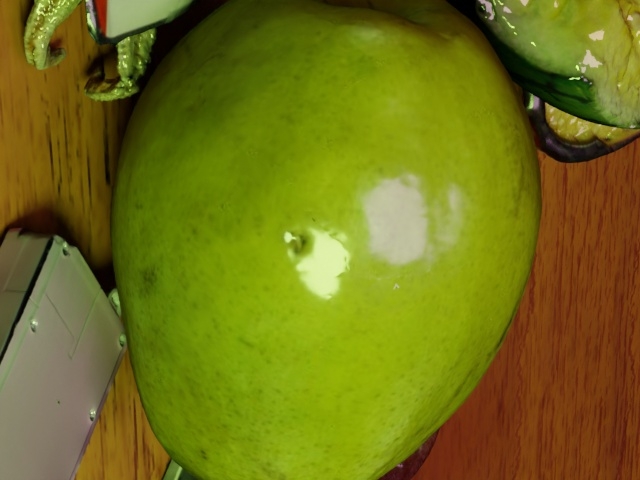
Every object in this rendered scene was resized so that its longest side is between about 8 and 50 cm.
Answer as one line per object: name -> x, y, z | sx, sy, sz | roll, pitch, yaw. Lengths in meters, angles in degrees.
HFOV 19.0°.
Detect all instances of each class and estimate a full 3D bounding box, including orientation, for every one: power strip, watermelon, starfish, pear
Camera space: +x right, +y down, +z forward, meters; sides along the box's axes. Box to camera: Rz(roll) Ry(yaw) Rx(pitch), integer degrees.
power strip -> -0.176, 0.121, 1.026 | 0.109, 0.037, 0.279 | 65, 34, -45
watermelon -> 0.160, -0.251, 1.240 | 0.331, 0.189, 0.331 | -46, 144, -49
starfish -> -0.095, -0.181, 1.053 | 0.210, 0.053, 0.150 | -62, 152, -14
pear -> 0.000, 0.000, 1.086 | 0.253, 0.253, 0.307 | -17, 120, -47

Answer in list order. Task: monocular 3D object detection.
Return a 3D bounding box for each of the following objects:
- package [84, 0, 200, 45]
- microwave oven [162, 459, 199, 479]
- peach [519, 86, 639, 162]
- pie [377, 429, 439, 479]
package -> -0.054, -0.207, 1.043 | 0.232, 0.040, 0.166 | -30, 132, -48
microwave oven -> 0.017, 0.249, 1.233 | 0.194, 0.240, 0.145 | 34, 78, -53
peach -> 0.217, -0.186, 1.438 | 0.279, 0.068, 0.189 | -49, 130, -22
pie -> 0.021, 0.085, 1.276 | 0.182, 0.049, 0.182 | 19, 64, -45
